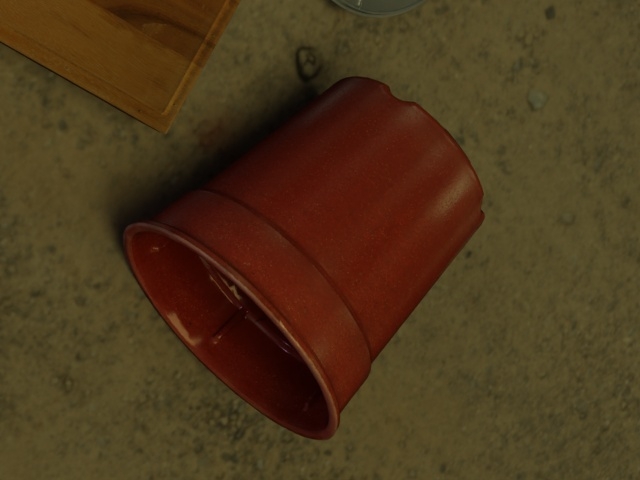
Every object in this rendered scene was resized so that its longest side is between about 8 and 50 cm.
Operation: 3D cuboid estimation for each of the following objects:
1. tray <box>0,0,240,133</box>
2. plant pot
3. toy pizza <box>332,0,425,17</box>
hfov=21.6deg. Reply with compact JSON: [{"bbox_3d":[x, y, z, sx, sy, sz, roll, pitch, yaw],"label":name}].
[{"bbox_3d":[-0.253,-0.273,1.443,0.411,0.076,0.203,29,90,-37],"label":"tray"},{"bbox_3d":[0.000,0.000,1.598,0.265,0.272,0.272,-45,125,-21],"label":"plant pot"},{"bbox_3d":[0.063,-0.320,1.650,0.201,0.032,0.201,-12,114,-29],"label":"toy pizza"}]
